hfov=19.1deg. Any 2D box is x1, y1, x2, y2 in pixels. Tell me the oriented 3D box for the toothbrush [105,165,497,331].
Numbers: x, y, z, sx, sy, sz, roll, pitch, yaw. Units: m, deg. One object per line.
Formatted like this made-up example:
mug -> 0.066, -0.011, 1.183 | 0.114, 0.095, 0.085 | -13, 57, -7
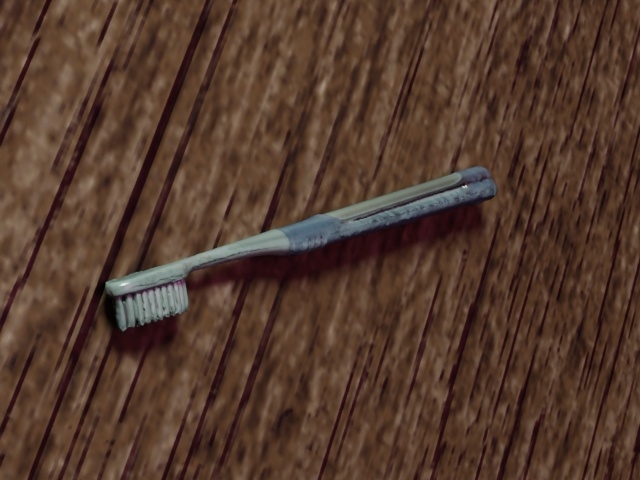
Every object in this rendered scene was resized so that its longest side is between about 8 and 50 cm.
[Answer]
toothbrush -> 0.000, 0.000, 0.726 | 0.219, 0.016, 0.019 | -19, 101, -48
